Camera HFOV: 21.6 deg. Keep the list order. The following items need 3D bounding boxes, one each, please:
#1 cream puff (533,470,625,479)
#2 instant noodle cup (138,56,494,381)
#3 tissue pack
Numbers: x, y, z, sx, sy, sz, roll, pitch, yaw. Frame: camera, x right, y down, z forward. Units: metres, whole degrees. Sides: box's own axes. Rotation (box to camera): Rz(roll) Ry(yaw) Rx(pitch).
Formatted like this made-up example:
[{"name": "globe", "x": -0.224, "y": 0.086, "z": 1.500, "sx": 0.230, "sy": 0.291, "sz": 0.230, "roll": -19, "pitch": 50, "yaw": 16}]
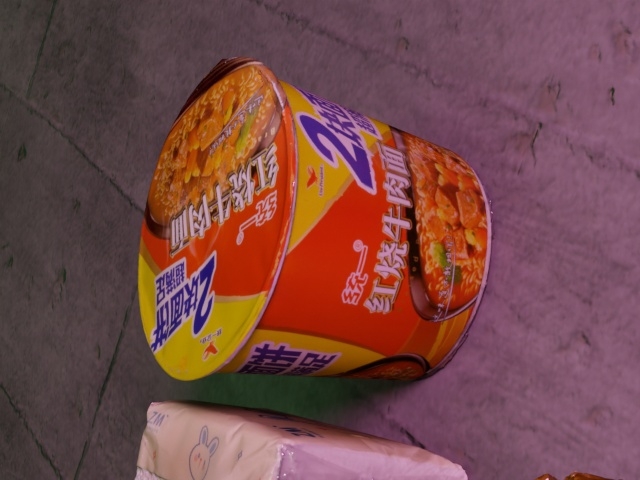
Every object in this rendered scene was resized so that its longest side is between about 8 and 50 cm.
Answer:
[{"name": "cream puff", "x": 0.144, "y": 0.171, "z": 0.838, "sx": 0.144, "sy": 0.126, "sz": 0.103, "roll": 17, "pitch": 78, "yaw": 52}, {"name": "instant noodle cup", "x": 0.000, "y": 0.000, "z": 1.105, "sx": 0.213, "sy": 0.174, "sz": 0.213, "roll": -29, "pitch": 56, "yaw": 53}, {"name": "tissue pack", "x": -0.018, "y": 0.162, "z": 1.098, "sx": 0.196, "sy": 0.148, "sz": 0.092, "roll": 8, "pitch": 86, "yaw": 60}]
